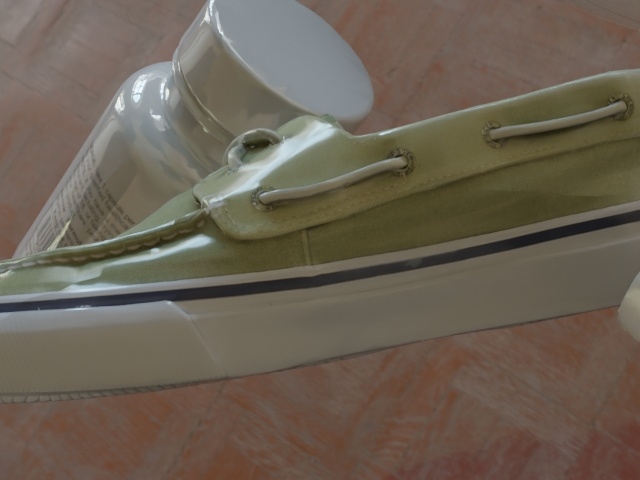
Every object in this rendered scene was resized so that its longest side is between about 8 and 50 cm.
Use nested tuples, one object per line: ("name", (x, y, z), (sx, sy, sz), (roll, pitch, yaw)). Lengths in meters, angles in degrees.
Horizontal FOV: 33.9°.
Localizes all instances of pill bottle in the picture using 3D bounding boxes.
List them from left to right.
("pill bottle", (-0.075, -0.027, 0.602), (0.229, 0.131, 0.131), (-48, 54, 34))

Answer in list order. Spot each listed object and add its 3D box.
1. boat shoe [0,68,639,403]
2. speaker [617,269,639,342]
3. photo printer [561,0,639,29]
("boat shoe", (0.000, 0.000, 0.407), (0.302, 0.109, 0.094), (-10, 84, -10))
("speaker", (0.155, 0.047, 0.306), (0.055, 0.055, 0.136), (-45, 60, 2))
("photo printer", (0.126, -0.226, 0.671), (0.307, 0.256, 0.107), (32, 110, 27))
